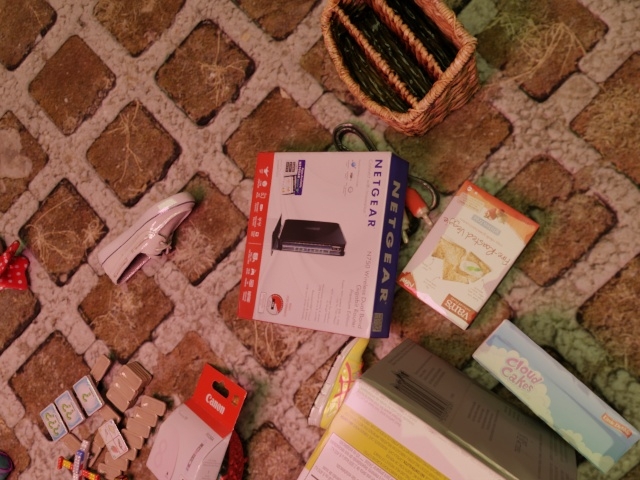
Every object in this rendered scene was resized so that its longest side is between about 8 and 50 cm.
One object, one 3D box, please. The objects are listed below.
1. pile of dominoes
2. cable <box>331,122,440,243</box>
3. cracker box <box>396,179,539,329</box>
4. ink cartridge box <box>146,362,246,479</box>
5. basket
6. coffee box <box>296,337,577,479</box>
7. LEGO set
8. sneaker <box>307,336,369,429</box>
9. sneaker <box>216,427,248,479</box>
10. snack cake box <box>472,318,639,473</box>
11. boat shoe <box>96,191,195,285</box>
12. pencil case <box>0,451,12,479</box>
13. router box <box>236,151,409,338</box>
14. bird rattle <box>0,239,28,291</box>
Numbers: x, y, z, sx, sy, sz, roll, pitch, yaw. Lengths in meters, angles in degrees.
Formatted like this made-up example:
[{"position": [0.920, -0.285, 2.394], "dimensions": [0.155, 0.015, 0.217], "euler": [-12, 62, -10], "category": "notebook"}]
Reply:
[{"position": [-0.447, 0.385, 1.384], "dimensions": [0.196, 0.040, 0.251], "euler": [37, 104, 17], "category": "pile of dominoes"}, {"position": [0.125, -0.128, 1.232], "dimensions": [0.140, 0.072, 0.287], "euler": [-31, 76, 15], "category": "cable"}, {"position": [0.270, 0.028, 1.175], "dimensions": [0.156, 0.067, 0.232], "euler": [35, 95, 18], "category": "cracker box"}, {"position": [-0.247, 0.373, 1.248], "dimensions": [0.189, 0.066, 0.232], "euler": [15, 88, 53], "category": "ink cartridge box"}, {"position": [0.129, -0.358, 1.180], "dimensions": [0.213, 0.223, 0.299], "euler": [-37, 76, 10], "category": "basket"}, {"position": [0.164, 0.406, 1.007], "dimensions": [0.338, 0.338, 0.334], "euler": [32, 102, 17], "category": "coffee box"}, {"position": [-0.508, 0.438, 1.358], "dimensions": [0.182, 0.060, 0.244], "euler": [-37, 78, 21], "category": "LEGO set"}, {"position": [0.056, 0.272, 1.216], "dimensions": [0.094, 0.081, 0.208], "euler": [25, 96, 7], "category": "sneaker"}, {"position": [-0.224, 0.493, 1.258], "dimensions": [0.125, 0.104, 0.261], "euler": [5, 85, 20], "category": "sneaker"}, {"position": [0.387, 0.250, 1.070], "dimensions": [0.264, 0.152, 0.089], "euler": [42, 97, 17], "category": "snack cake box"}, {"position": [-0.361, 0.000, 1.358], "dimensions": [0.268, 0.096, 0.088], "euler": [-35, 79, 12], "category": "boat shoe"}, {"position": [-0.762, 0.548, 1.435], "dimensions": [0.070, 0.064, 0.151], "euler": [39, 96, -8], "category": "pencil case"}, {"position": [0.000, 0.000, 1.214], "dimensions": [0.301, 0.082, 0.335], "euler": [4, 85, 33], "category": "router box"}, {"position": [-0.806, 0.060, 1.476], "dimensions": [0.254, 0.143, 0.207], "euler": [-38, 59, 7], "category": "bird rattle"}]
